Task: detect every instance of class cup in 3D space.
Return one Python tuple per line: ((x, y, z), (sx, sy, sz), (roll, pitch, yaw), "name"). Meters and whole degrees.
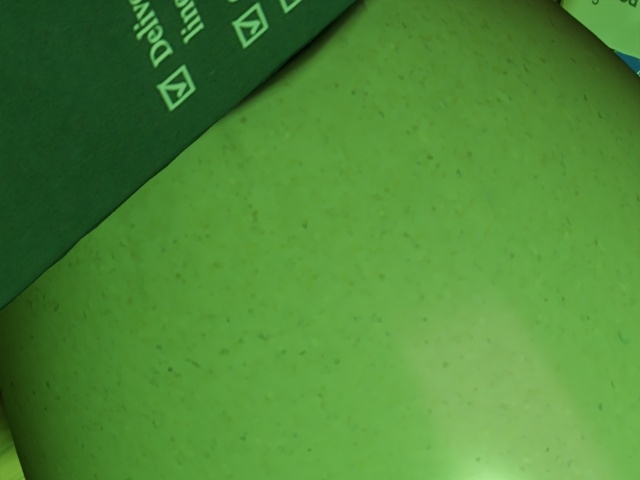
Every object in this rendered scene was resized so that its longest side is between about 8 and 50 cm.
((0.000, 0.000, 0.690), (0.331, 0.331, 0.237), (-42, 126, -17), "cup")

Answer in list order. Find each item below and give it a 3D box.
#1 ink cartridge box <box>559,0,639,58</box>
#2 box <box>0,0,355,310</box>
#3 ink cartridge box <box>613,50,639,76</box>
((0.275, -0.138, 0.961), (0.237, 0.172, 0.100), (-6, 118, -42), "ink cartridge box")
((-0.196, -0.116, 0.487), (0.395, 0.212, 0.293), (-42, 137, -18), "box")
((0.105, 0.034, 0.988), (0.332, 0.065, 0.165), (-39, 135, -21), "ink cartridge box")
